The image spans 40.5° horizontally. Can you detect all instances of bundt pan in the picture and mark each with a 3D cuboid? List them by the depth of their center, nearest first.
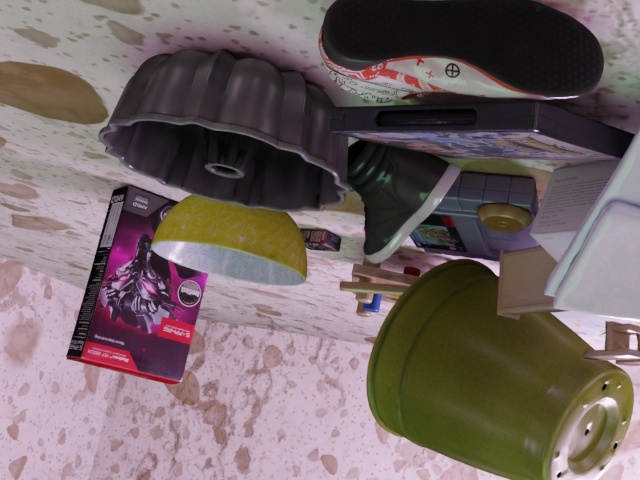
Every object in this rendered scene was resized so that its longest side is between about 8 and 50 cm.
[{"bbox_3d":[-0.114,-0.146,1.138,0.331,0.124,0.331,10,166,3],"label":"bundt pan"}]

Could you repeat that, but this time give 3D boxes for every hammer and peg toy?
[{"bbox_3d":[0.187,0.097,1.883,0.266,0.127,0.361,12,167,6],"label":"hammer and peg toy"}]

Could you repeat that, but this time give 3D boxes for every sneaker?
[{"bbox_3d":[0.132,-0.184,0.870,0.270,0.090,0.145,6,178,-2],"label":"sneaker"},{"bbox_3d":[0.085,-0.070,1.258,0.147,0.104,0.295,36,155,1],"label":"sneaker"}]

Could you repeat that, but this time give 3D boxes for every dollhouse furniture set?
[{"bbox_3d":[0.424,0.079,1.368,0.242,0.212,0.161,14,164,-30],"label":"dollhouse furniture set"}]

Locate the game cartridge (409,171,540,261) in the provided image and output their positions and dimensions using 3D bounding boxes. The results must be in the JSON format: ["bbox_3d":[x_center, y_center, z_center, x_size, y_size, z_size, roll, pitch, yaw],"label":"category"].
[{"bbox_3d":[0.251,-0.031,1.453,0.230,0.068,0.355,3,165,18],"label":"game cartridge"}]

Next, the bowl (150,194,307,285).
[{"bbox_3d":[-0.152,-0.027,1.588,0.290,0.155,0.289,10,166,3],"label":"bowl"}]

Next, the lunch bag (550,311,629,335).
[{"bbox_3d":[0.505,0.110,1.708,0.224,0.107,0.279,10,167,1],"label":"lunch bag"}]

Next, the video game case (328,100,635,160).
[{"bbox_3d":[0.190,-0.121,0.989,0.248,0.035,0.275,6,-178,39],"label":"video game case"}]

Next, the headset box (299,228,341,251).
[{"bbox_3d":[0.000,0.000,1.838,0.083,0.032,0.062,2,164,33],"label":"headset box"}]

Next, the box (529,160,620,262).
[{"bbox_3d":[0.416,-0.012,1.162,0.181,0.119,0.182,40,153,-29],"label":"box"}]

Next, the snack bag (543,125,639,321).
[{"bbox_3d":[0.473,-0.014,1.003,0.323,0.037,0.342,11,133,-5],"label":"snack bag"}]

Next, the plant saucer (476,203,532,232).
[{"bbox_3d":[0.274,-0.030,1.298,0.084,0.015,0.083,13,160,5],"label":"plant saucer"}]

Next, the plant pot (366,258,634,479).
[{"bbox_3d":[0.333,0.263,1.521,0.367,0.366,0.353,25,-178,-44],"label":"plant pot"}]

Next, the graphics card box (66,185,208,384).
[{"bbox_3d":[-0.362,0.095,1.812,0.233,0.370,0.094,21,164,-32],"label":"graphics card box"}]
